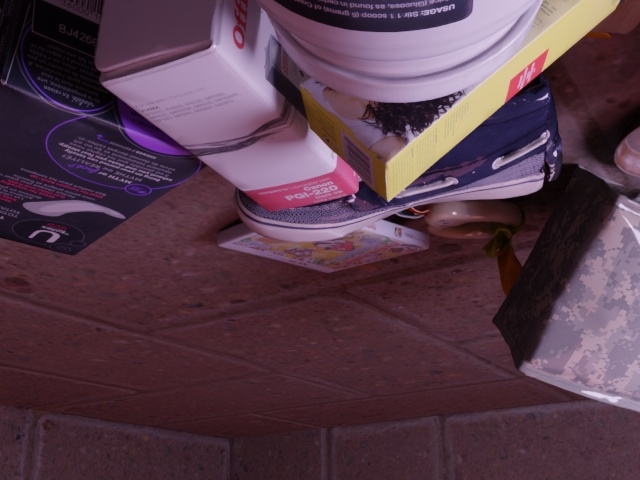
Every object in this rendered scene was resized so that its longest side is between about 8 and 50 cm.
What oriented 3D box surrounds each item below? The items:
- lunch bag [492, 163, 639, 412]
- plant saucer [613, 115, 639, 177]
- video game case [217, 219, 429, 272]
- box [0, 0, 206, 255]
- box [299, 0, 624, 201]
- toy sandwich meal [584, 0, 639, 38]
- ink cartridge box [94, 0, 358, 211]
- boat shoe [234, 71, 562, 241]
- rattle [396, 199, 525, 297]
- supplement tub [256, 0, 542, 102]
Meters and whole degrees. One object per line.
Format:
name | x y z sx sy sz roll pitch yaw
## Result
lunch bag | 0.395 0.075 0.852 0.287 0.235 0.169 21 -162 -6
plant saucer | 0.404 -0.116 0.775 0.169 0.029 0.168 -1 158 -1
video game case | 0.000 0.000 1.003 0.206 0.026 0.227 15 160 -35
box | -0.226 -0.105 0.620 0.165 0.143 0.270 19 151 -36
box | 0.102 -0.134 0.479 0.232 0.087 0.058 -41 158 -11
toy sandwich meal | 0.221 -0.189 0.588 0.086 0.029 0.085 -1 158 0
ink cartridge box | -0.052 -0.137 0.530 0.092 0.158 0.218 -10 156 25
boat shoe | 0.063 -0.101 0.701 0.341 0.127 0.158 -13 150 7
rattle | 0.173 0.009 0.933 0.200 0.142 0.130 5 -178 -37
supplement tub | 0.034 -0.207 0.324 0.191 0.191 0.272 -4 157 6
